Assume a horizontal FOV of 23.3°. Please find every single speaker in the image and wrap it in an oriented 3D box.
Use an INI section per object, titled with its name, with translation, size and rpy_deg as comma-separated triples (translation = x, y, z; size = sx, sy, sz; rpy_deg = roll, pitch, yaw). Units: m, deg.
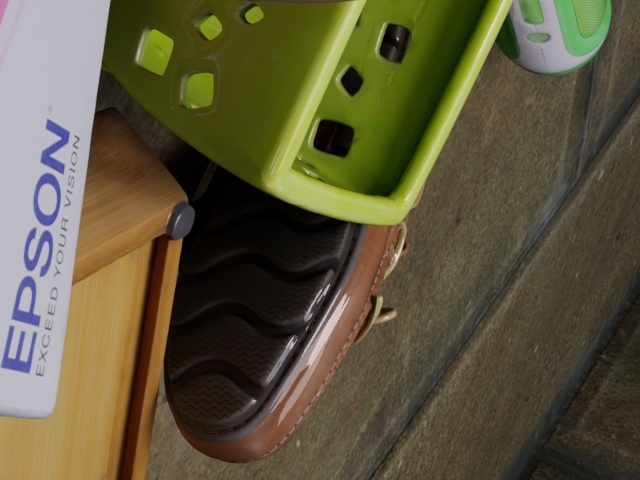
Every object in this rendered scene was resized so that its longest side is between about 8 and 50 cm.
[speaker]
translation = 0.205, -0.265, 1.470
size = 0.131, 0.131, 0.296
rpy_deg = -62, 159, -10

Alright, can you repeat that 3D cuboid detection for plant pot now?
[plant pot]
translation = -0.024, -0.157, 0.913
size = 0.227, 0.207, 0.228
rpy_deg = -64, 160, 5

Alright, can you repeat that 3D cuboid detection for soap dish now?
[soap dish]
translation = -0.187, 0.088, 0.917
size = 0.229, 0.118, 0.290
rpy_deg = -34, 141, -54

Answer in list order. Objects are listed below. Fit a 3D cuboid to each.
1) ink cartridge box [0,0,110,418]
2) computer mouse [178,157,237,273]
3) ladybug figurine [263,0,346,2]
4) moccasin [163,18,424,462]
[ink cartridge box]
translation = -0.162, -0.117, 0.483
size = 0.330, 0.071, 0.324
rpy_deg = 29, 67, -69
[computer mouse]
translation = -0.045, -0.040, 1.208
size = 0.184, 0.060, 0.262
rpy_deg = 51, 53, -62
[ladybug figurine]
translation = 0.034, -0.208, 0.460
size = 0.305, 0.162, 0.449
rpy_deg = -32, -159, 35
[moccasin]
translation = -0.003, 0.000, 1.090
size = 0.147, 0.139, 0.380
rpy_deg = 68, 28, -42
